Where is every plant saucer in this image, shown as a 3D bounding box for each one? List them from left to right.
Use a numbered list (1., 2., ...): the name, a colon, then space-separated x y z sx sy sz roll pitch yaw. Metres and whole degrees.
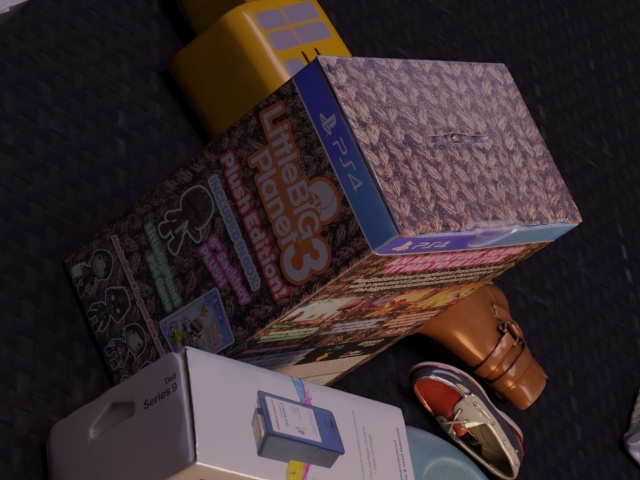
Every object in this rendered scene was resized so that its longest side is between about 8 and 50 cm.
1. plant saucer: 0.106 0.232 1.581 0.195 0.037 0.195 30 42 -31

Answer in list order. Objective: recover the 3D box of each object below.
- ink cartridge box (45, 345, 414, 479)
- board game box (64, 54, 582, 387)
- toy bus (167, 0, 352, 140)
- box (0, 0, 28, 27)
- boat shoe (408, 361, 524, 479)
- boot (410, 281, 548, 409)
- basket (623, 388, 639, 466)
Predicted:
1. ink cartridge box: -0.061 0.163 1.334 0.212 0.154 0.093 22 47 -40
2. board game box: 0.000 0.000 1.427 0.232 0.291 0.141 -4 64 -52
3. toy bus: -0.021 -0.103 1.655 0.130 0.108 0.332 -26 82 -54
4. box: -0.346 -0.291 1.462 0.324 0.067 0.063 55 35 -1
5. boat shoe: 0.127 0.156 1.665 0.137 0.049 0.043 42 38 -26
6. boot: 0.135 0.088 1.694 0.152 0.073 0.197 56 27 1
7. basket: 0.393 0.199 1.888 0.167 0.113 0.103 44 33 -16
